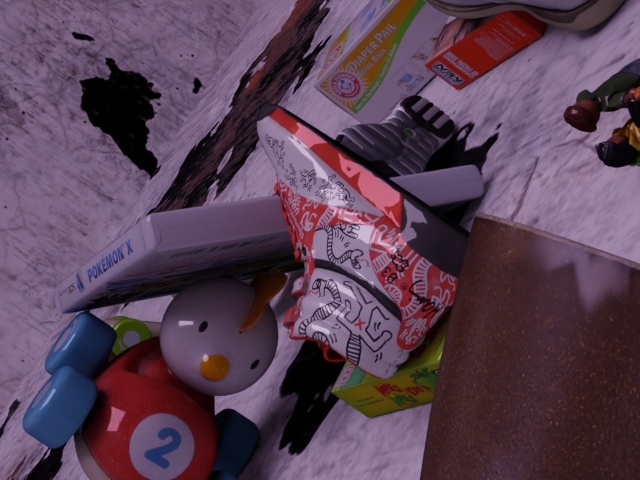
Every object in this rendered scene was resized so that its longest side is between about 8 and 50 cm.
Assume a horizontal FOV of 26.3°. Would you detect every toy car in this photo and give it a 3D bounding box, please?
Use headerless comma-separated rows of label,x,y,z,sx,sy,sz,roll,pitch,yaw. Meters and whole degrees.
toy car,-0.115,0.121,1.286,0.238,0.219,0.210,-49,15,20
toy car,-0.218,0.194,1.736,0.155,0.149,0.188,173,102,-76

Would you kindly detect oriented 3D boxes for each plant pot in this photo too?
plant pot,0.124,0.134,0.563,0.215,0.215,0.230,-154,85,-76

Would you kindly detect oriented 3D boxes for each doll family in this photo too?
doll family,0.235,-0.088,0.917,0.111,0.076,0.193,-40,7,-13

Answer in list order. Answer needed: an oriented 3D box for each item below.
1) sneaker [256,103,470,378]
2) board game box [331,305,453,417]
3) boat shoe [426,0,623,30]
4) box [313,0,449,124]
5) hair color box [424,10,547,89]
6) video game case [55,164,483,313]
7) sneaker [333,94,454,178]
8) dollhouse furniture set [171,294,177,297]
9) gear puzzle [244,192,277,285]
sneaker,0.000,0.000,1.086,0.270,0.090,0.145,39,99,43
board game box,0.083,0.082,1.089,0.092,0.043,0.181,-61,15,-25
boat shoe,0.176,-0.285,1.348,0.113,0.103,0.302,-52,31,-10
box,0.098,-0.249,1.698,0.203,0.103,0.114,-43,17,39
hair color box,0.188,-0.237,1.476,0.167,0.053,0.093,-31,28,60
video game case,-0.057,0.001,1.305,0.300,0.329,0.036,-28,75,61
sneaker,0.053,-0.059,1.406,0.229,0.086,0.132,-33,-19,-54
dollhouse furniture set,-0.132,0.038,1.839,0.151,0.076,0.058,-54,13,-1
gear puzzle,-0.056,-0.002,1.600,0.175,0.044,0.339,-39,-9,-35
